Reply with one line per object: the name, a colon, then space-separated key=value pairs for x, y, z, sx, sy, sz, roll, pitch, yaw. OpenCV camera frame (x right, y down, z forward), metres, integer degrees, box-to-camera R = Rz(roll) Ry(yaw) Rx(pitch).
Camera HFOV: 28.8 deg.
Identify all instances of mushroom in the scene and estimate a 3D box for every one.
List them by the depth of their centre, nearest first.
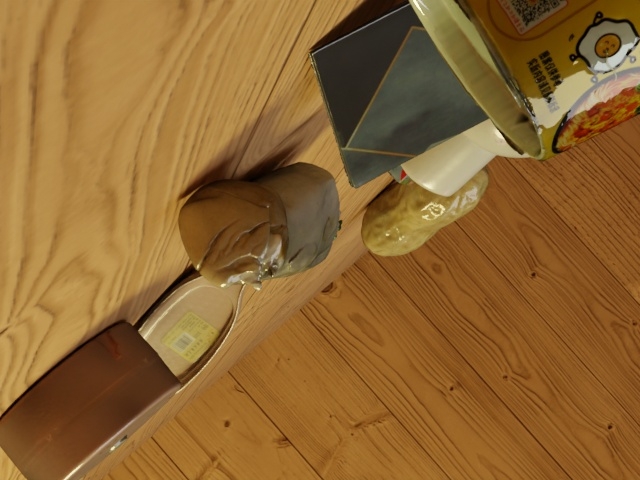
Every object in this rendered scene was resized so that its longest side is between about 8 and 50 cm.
mushroom: x=-0.045 y=-0.007 z=0.886 sx=0.092 sy=0.081 sz=0.223 roll=-24 pitch=178 yaw=15

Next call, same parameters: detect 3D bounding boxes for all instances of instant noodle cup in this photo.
instant noodle cup: x=0.131 y=-0.132 z=0.634 sx=0.144 sy=0.182 sz=0.182 roll=-33 pitch=176 yaw=1

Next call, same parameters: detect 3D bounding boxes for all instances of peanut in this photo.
peanut: x=0.151 y=-0.056 z=1.918 sx=0.257 sy=0.123 sz=0.123 roll=-40 pitch=178 yaw=38

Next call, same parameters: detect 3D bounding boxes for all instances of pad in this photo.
pad: x=0.113 y=-0.126 z=0.785 sx=0.243 sy=0.004 sz=0.163 roll=-28 pitch=151 yaw=-3

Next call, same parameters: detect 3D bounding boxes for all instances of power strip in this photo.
power strip: x=-0.196 y=0.145 z=1.052 sx=0.154 sy=0.078 sz=0.154 roll=-42 pitch=176 yaw=-4

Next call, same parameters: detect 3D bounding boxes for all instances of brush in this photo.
brush: x=-0.083 y=0.028 z=1.090 sx=0.313 sy=0.072 sz=0.067 roll=-49 pitch=-165 yaw=38

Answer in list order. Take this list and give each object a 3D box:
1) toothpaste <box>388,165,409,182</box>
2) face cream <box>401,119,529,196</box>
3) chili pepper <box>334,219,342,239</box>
toothpaste: x=0.113 y=-0.106 z=1.518 sx=0.070 sy=0.044 sz=0.193 roll=-44 pitch=176 yaw=6
face cream: x=0.178 y=-0.149 z=0.956 sx=0.369 sy=0.145 sz=0.145 roll=-46 pitch=174 yaw=34
chili pepper: x=0.000 y=0.000 z=1.745 sx=0.083 sy=0.022 sz=0.027 roll=-42 pitch=143 yaw=18
